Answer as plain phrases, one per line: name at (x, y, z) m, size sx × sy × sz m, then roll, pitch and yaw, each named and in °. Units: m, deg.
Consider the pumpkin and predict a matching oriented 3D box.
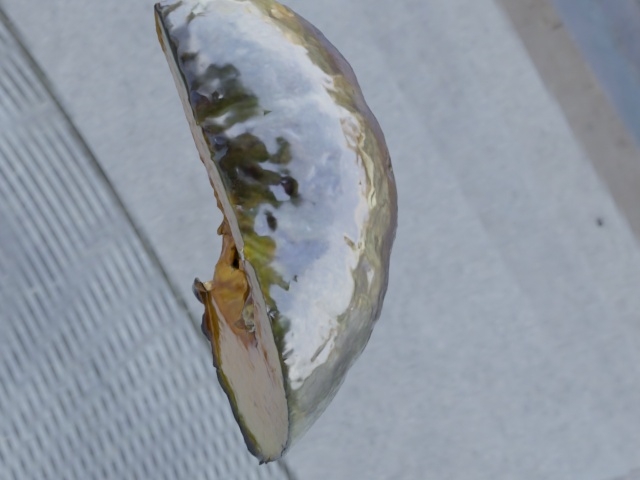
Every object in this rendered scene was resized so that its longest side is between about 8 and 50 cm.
pumpkin at (0.000, 0.000, 1.129) m, size 0.148 × 0.169 × 0.312 m, roll -22°, pitch 130°, yaw -15°
